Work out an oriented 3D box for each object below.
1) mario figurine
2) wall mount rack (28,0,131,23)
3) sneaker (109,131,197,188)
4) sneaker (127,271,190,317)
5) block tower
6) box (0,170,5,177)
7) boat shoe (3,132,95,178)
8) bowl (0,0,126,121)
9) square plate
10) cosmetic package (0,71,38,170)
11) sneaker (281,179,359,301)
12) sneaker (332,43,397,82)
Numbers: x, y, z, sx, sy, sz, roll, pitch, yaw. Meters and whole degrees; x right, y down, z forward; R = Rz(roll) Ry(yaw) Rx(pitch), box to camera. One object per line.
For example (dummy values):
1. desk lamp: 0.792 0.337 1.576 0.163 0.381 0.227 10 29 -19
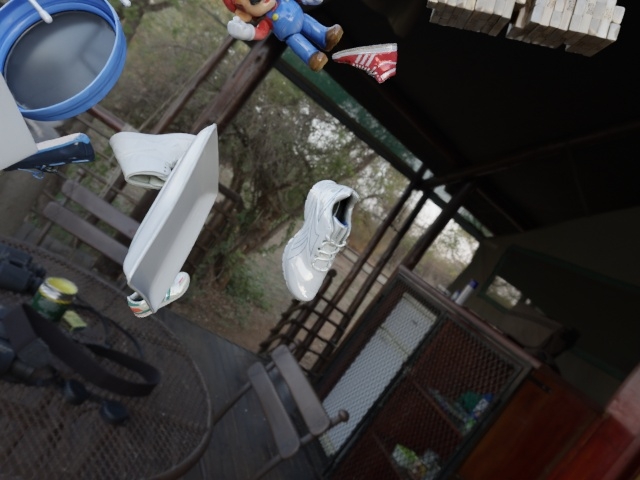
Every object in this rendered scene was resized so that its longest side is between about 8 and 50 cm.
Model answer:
1. mario figurine: -0.101 -0.555 1.124 0.321 0.170 0.198 29 50 -18
2. wall mount rack: -0.655 -0.691 1.142 0.131 0.350 0.304 1 -62 53
3. sneaker: -0.451 -0.226 1.371 0.293 0.108 0.169 -10 66 -40
4. sneaker: -0.401 0.122 1.149 0.057 0.161 0.075 43 -22 33
5. block tower: 0.372 -0.437 0.867 0.336 0.090 0.097 15 4 3
6. box: -1.040 -0.269 1.326 0.232 0.127 0.148 51 18 -9
7. boat shoe: -0.754 -0.218 1.277 0.109 0.259 0.089 -87 165 -52
8. bowl: -0.696 -0.488 1.210 0.391 0.391 0.077 37 -9 15
9. square plate: -0.310 -0.034 0.988 0.049 0.347 0.344 24 -21 -4
10. cosmetic package: -0.816 -0.291 0.813 0.394 0.329 0.327 33 -36 19
11. sneaker: 0.000 0.000 1.071 0.111 0.296 0.129 18 -3 -33
12. sneaker: 0.083 -0.323 0.856 0.119 0.066 0.042 -5 27 5
